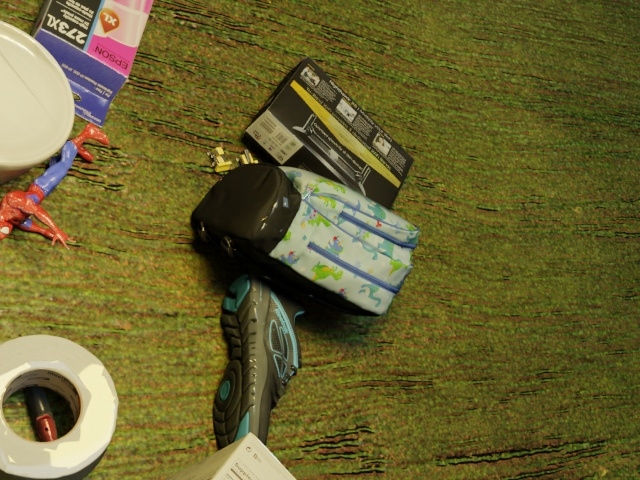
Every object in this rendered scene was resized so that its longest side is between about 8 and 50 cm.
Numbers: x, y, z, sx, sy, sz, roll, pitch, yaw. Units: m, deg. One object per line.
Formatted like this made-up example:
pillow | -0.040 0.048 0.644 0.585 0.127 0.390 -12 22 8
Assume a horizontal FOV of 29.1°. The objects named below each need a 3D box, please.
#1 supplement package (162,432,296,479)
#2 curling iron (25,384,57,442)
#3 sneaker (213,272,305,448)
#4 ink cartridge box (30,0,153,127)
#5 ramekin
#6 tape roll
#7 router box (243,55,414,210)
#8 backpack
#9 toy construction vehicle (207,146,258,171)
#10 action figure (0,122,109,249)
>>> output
supplement package | -0.138 0.431 1.788 0.204 0.262 0.145 48 46 -7
curling iron | -0.416 0.274 1.815 0.068 0.035 0.274 3 64 -38
sneaker | -0.088 0.216 2.055 0.140 0.125 0.341 24 53 -28
ink cartridge box | -0.408 -0.389 2.201 0.176 0.069 0.371 29 52 -23
ramekin | -0.535 -0.208 1.940 0.273 0.127 0.273 19 54 -29
tape roll | -0.404 0.248 1.772 0.219 0.072 0.219 8 60 -15
router box | 0.023 -0.181 2.388 0.309 0.081 0.243 43 36 -10
backpack | 0.000 0.000 2.155 0.355 0.290 0.273 43 79 -24
toy construction vehicle | -0.152 -0.132 2.273 0.086 0.035 0.098 -12 73 -43
action figure | -0.417 -0.062 1.974 0.139 0.091 0.280 46 44 -5
